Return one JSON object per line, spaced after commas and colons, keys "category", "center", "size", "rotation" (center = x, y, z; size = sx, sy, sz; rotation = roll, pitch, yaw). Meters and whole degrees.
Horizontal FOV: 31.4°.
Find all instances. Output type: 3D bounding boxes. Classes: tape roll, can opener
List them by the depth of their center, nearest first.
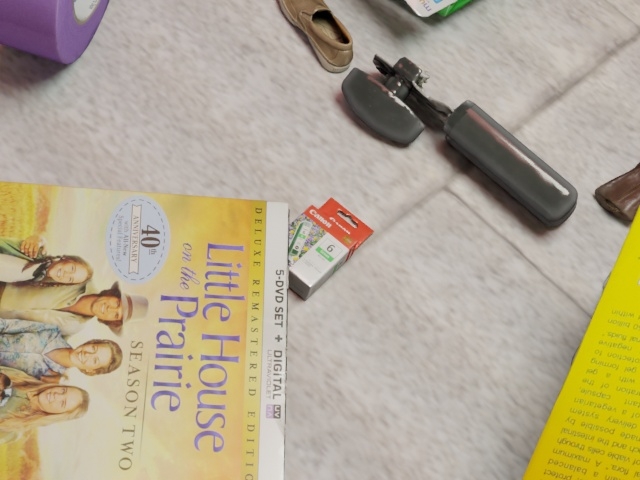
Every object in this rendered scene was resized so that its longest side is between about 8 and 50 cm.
{"category": "tape roll", "center": [-0.256, -0.319, 1.134], "size": [0.090, 0.275, 0.275], "rotation": [16, 55, -3]}
{"category": "can opener", "center": [0.151, -0.106, 1.231], "size": [0.280, 0.074, 0.093], "rotation": [38, 91, 13]}

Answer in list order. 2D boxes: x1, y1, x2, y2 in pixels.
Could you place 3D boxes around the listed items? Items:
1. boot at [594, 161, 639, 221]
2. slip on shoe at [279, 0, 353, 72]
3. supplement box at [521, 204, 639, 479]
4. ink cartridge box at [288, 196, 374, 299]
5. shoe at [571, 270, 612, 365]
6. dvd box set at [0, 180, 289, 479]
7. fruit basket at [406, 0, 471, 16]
{"category": "boot", "center": [0.371, -0.044, 1.252], "size": [0.114, 0.037, 0.106], "rotation": [-30, 56, -32]}
{"category": "slip on shoe", "center": [-0.004, -0.252, 1.293], "size": [0.051, 0.041, 0.135], "rotation": [-17, 63, -23]}
{"category": "supplement box", "center": [0.327, 0.152, 0.945], "size": [0.195, 0.194, 0.356], "rotation": [11, 60, 35]}
{"category": "ink cartridge box", "center": [0.000, 0.000, 1.138], "size": [0.063, 0.029, 0.115], "rotation": [39, 58, 13]}
{"category": "shoe", "center": [0.313, 0.065, 1.140], "size": [0.063, 0.081, 0.178], "rotation": [32, 56, 8]}
{"category": "dvd box set", "center": [-0.238, 0.090, 0.986], "size": [0.420, 0.062, 0.308], "rotation": [5, 57, -6]}
{"category": "fruit basket", "center": [0.115, -0.446, 1.372], "size": [0.327, 0.165, 0.353], "rotation": [-35, 71, -30]}
